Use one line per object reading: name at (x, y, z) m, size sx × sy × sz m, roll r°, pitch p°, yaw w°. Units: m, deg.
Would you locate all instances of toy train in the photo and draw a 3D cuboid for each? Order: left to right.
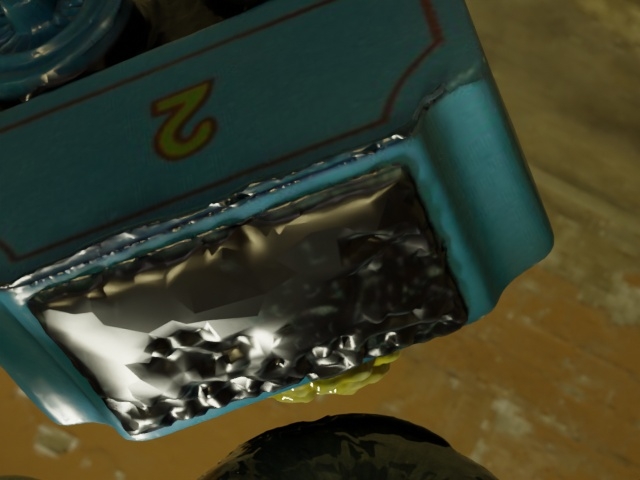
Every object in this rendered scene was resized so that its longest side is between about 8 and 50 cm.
toy train at (-0.042, -0.051, 0.738) m, size 0.188 × 0.300 × 0.265 m, roll 60°, pitch -167°, yaw -45°

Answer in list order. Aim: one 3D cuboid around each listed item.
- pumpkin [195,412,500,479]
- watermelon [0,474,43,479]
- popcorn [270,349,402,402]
pumpkin at (0.027, 0.266, 0.879) m, size 0.291 × 0.257 × 0.327 m, roll -25°, pitch -137°, yaw -38°
watermelon at (-0.157, 0.168, 0.723) m, size 0.109 × 0.109 × 0.109 m, roll 28°, pitch 173°, yaw 4°
popcorn at (-0.038, 0.017, 1.177) m, size 0.259 × 0.259 × 0.212 m, roll 29°, pitch 144°, yaw -9°
